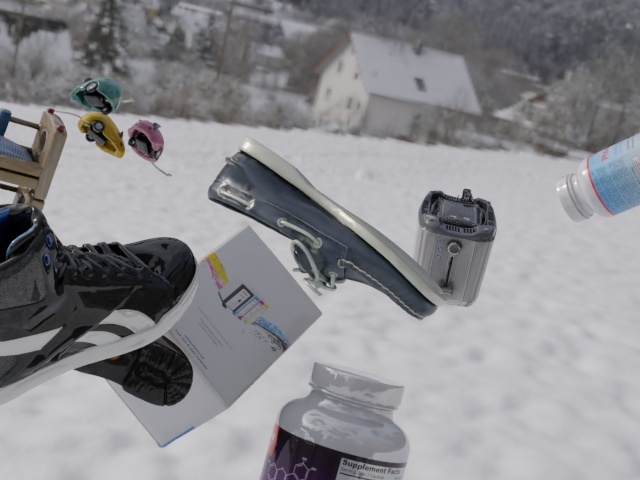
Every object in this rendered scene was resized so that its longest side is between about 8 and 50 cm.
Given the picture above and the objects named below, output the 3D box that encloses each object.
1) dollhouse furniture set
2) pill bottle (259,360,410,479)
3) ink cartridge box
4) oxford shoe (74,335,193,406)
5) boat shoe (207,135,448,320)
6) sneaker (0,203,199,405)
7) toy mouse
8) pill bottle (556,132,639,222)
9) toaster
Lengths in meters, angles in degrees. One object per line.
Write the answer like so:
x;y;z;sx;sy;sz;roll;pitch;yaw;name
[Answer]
-0.322;-0.086;0.881;0.129;0.129;0.184;15;16;-30;dollhouse furniture set
0.008;0.328;1.279;0.181;0.323;0.181;15;-2;1;pill bottle
-0.152;0.125;1.327;0.168;0.171;0.232;51;42;-2;ink cartridge box
-0.247;0.111;1.125;0.227;0.083;0.096;35;2;-3;oxford shoe
0.000;0.000;0.896;0.254;0.079;0.095;38;0;19;boat shoe
-0.162;0.020;0.657;0.079;0.121;0.217;31;41;29;sneaker
-0.217;-0.135;1.080;0.161;0.031;0.143;37;-29;-7;toy mouse
0.396;-0.083;1.296;0.160;0.087;0.087;-26;-10;32;pill bottle
0.215;0.011;1.629;0.129;0.146;0.227;11;22;3;toaster
